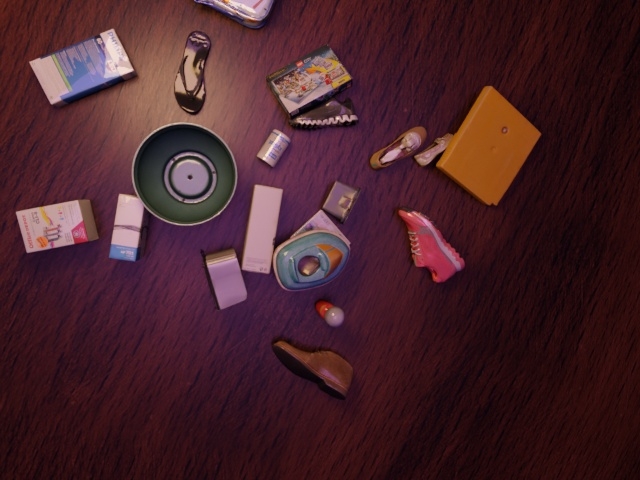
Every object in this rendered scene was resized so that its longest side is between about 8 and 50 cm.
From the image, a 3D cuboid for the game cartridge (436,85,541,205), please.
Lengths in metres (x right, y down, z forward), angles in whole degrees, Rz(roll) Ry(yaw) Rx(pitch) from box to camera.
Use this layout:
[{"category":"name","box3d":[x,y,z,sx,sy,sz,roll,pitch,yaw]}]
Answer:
[{"category":"game cartridge","box3d":[0.586,-0.317,1.740,0.285,0.052,0.324,33,90,-23]}]

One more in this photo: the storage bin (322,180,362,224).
[{"category":"storage bin","box3d":[0.067,-0.132,1.670,0.091,0.098,0.135,26,90,-1]}]

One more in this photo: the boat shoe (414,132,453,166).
[{"category":"boat shoe","box3d":[0.392,-0.321,1.727,0.153,0.056,0.048,-42,105,3]}]

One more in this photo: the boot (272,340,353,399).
[{"category":"boot","box3d":[-0.023,0.416,1.712,0.305,0.112,0.115,34,58,-7]}]

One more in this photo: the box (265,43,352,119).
[{"category":"box","box3d":[-0.036,-0.510,1.606,0.233,0.044,0.159,-30,72,-6]}]

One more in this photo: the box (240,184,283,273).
[{"category":"box","box3d":[-0.191,-0.038,1.619,0.094,0.113,0.275,9,95,-11]}]

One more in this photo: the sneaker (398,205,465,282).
[{"category":"sneaker","box3d":[0.359,0.021,1.720,0.136,0.116,0.314,-44,101,-2]}]

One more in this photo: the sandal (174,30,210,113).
[{"category":"sandal","box3d":[-0.403,-0.528,1.565,0.097,0.054,0.255,6,94,-10]}]

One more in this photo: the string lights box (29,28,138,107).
[{"category":"string lights box","box3d":[-0.704,-0.514,1.502,0.259,0.077,0.133,-25,99,-7]}]

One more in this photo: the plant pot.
[{"category":"plant pot","box3d":[-0.403,-0.195,1.523,0.292,0.196,0.293,-1,95,-10]}]

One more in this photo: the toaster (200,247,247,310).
[{"category":"toaster","box3d":[-0.306,0.111,1.585,0.110,0.168,0.186,-17,99,-11]}]

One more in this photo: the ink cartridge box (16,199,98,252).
[{"category":"ink cartridge box","box3d":[-0.784,-0.045,1.503,0.176,0.127,0.128,-12,97,-8]}]

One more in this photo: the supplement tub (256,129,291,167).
[{"category":"supplement tub","box3d":[-0.151,-0.298,1.623,0.071,0.071,0.107,33,88,-11]}]

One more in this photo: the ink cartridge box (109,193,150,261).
[{"category":"ink cartridge box","box3d":[-0.578,-0.040,1.534,0.082,0.139,0.191,11,93,-10]}]

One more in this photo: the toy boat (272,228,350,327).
[{"category":"toy boat","box3d":[-0.001,0.124,1.623,0.267,0.148,0.318,-22,109,-18]}]

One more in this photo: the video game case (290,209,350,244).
[{"category":"video game case","box3d":[0.000,0.000,1.703,0.143,0.019,0.157,-43,101,-4]}]

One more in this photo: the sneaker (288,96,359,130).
[{"category":"sneaker","box3d":[0.006,-0.421,1.641,0.234,0.078,0.106,-7,89,-10]}]

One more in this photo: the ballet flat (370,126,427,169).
[{"category":"ballet flat","box3d":[0.276,-0.309,1.696,0.232,0.073,0.080,-36,100,-6]}]

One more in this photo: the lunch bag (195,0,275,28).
[{"category":"lunch bag","box3d":[-0.274,-0.809,1.536,0.303,0.115,0.243,23,93,-12]}]
